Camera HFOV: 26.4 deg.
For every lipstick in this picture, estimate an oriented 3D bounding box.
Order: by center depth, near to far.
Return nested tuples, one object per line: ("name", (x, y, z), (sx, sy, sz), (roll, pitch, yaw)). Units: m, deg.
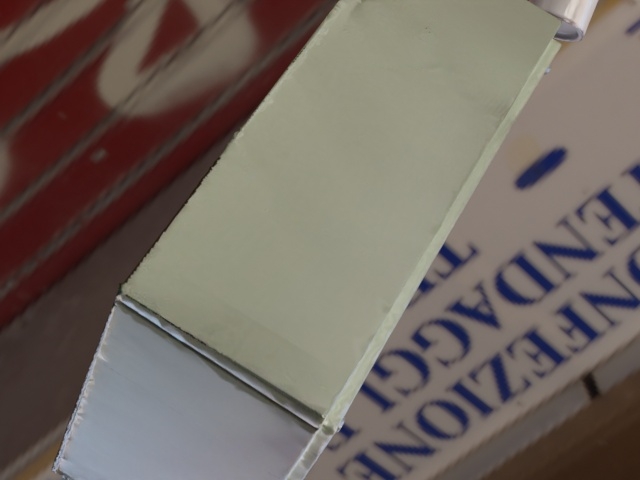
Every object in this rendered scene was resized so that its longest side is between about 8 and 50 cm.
("lipstick", (0.164, -0.191, 0.820), (0.040, 0.040, 0.141), (12, -102, 55))

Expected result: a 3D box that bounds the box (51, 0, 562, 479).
("box", (0.000, 0.000, 0.529), (0.225, 0.086, 0.129), (-56, 177, -39))
